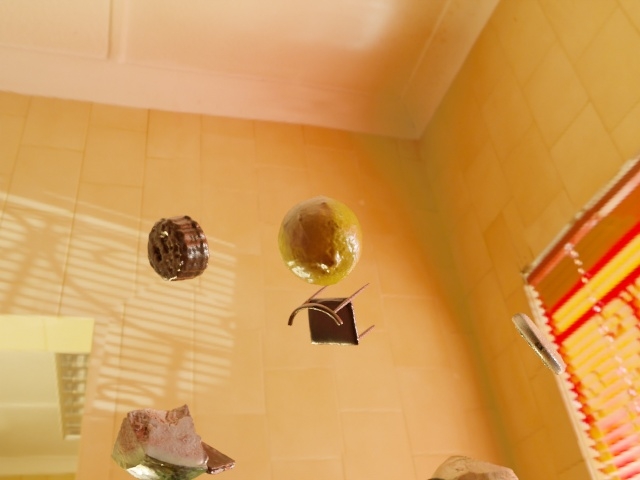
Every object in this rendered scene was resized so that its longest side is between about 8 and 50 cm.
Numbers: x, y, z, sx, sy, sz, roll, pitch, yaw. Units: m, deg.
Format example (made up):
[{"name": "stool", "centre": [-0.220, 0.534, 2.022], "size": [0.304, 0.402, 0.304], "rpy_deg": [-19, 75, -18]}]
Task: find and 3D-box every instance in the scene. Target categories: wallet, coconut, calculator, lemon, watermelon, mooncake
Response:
[{"name": "wallet", "centre": [-0.443, 0.690, 2.127], "size": [0.310, 0.042, 0.165], "rpy_deg": [23, 0, 24]}, {"name": "coconut", "centre": [0.417, 0.729, 1.689], "size": [0.298, 0.297, 0.254], "rpy_deg": [4, -11, -16]}, {"name": "calculator", "centre": [0.563, 0.264, 1.641], "size": [0.042, 0.184, 0.295], "rpy_deg": [-39, -16, 11]}, {"name": "lemon", "centre": [0.001, 0.001, 1.824], "size": [0.261, 0.284, 0.260], "rpy_deg": [5, -53, 7]}, {"name": "watermelon", "centre": [-0.477, 0.611, 1.882], "size": [0.193, 0.231, 0.310], "rpy_deg": [7, -10, -42]}, {"name": "mooncake", "centre": [-0.490, 0.029, 2.156], "size": [0.124, 0.228, 0.228], "rpy_deg": [-15, -22, -47]}]

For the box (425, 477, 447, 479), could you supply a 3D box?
[{"name": "box", "centre": [0.189, 0.590, 1.021], "size": [0.328, 0.253, 0.178], "rpy_deg": [-48, -61, -9]}]

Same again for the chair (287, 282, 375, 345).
[{"name": "chair", "centre": [0.038, 0.248, 2.010], "size": [0.188, 0.166, 0.272], "rpy_deg": [-4, 9, 29]}]
